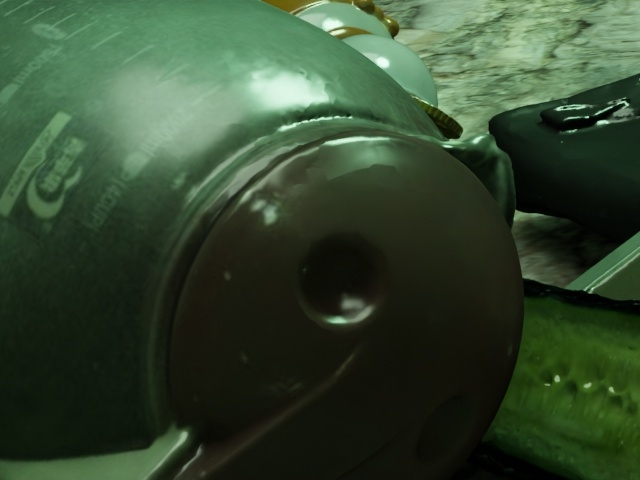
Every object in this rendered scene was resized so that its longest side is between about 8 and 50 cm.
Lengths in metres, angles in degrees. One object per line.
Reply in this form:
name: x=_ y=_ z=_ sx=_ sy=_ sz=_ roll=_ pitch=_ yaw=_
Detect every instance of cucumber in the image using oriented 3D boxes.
cucumber: x=0.116 y=0.061 z=0.688 sx=0.062 sy=0.078 sz=0.211 roll=16 pitch=-3 yaw=-37

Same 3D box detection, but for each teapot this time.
teapot: x=-0.087 y=0.039 z=0.685 sx=0.315 sy=0.233 sz=0.312 roll=-47 pitch=31 yaw=-17

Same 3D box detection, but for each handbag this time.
handbag: x=0.238 y=-0.051 z=1.022 sx=0.244 sy=0.088 sz=0.275 roll=-17 pitch=17 yaw=-13

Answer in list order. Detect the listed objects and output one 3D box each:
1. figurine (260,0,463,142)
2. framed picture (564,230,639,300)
figurine: x=0.023 y=-0.120 z=1.403 sx=0.143 sy=0.143 sz=0.271 roll=-20 pitch=14 yaw=-34
framed picture: x=0.211 y=0.005 z=0.782 sx=0.252 sy=0.014 sz=0.197 roll=-35 pitch=25 yaw=-19
